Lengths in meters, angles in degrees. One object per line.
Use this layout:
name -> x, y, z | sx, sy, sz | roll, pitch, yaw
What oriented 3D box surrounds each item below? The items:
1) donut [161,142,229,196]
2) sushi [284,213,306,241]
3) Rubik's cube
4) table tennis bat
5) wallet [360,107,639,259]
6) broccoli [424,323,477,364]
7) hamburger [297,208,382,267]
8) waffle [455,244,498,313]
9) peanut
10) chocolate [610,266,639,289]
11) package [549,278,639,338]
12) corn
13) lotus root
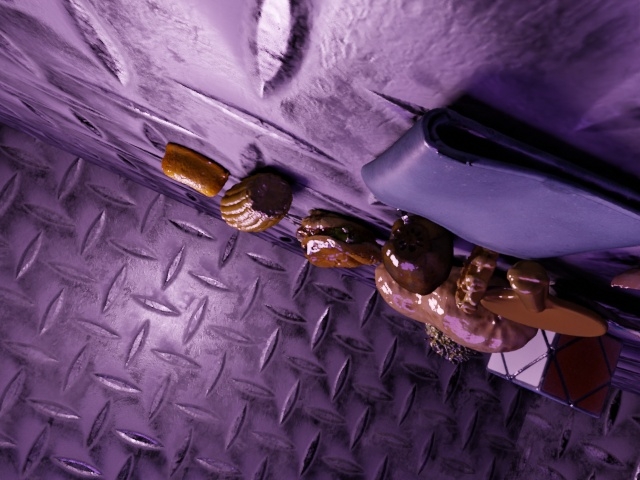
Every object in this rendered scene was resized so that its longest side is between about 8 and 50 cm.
donut -> -0.325, -0.171, 1.098 | 0.174, 0.074, 0.190 | 27, 173, -28
sushi -> 0.000, 0.000, 1.402 | 0.292, 0.059, 0.294 | 17, 170, 38
Rubik's cube -> 0.606, 0.305, 1.132 | 0.205, 0.207, 0.205 | 24, 172, -13
table tennis bat -> 0.353, 0.106, 0.704 | 0.199, 0.050, 0.321 | 12, 164, 35
wallet -> 0.199, -0.041, 0.480 | 0.291, 0.054, 0.251 | 22, 175, -5
broccoli -> 0.436, 0.230, 1.333 | 0.243, 0.272, 0.180 | 13, 147, -34
hamburger -> 0.046, 0.012, 1.080 | 0.206, 0.129, 0.183 | 14, 171, 40
waffle -> 0.277, 0.046, 0.763 | 0.046, 0.160, 0.192 | 19, -158, 15
peanut -> 0.292, 0.134, 0.987 | 0.388, 0.169, 0.192 | 19, -173, 39
chocolate -> 0.420, 0.048, 0.530 | 0.065, 0.031, 0.101 | 6, 179, -8
package -> 0.498, 0.135, 0.747 | 0.232, 0.040, 0.166 | 30, -175, 14
corn -> -0.156, -0.084, 1.008 | 0.131, 0.131, 0.344 | 26, 172, -18
lotus root -> 0.181, 0.031, 0.785 | 0.123, 0.123, 0.241 | 32, 176, 24
